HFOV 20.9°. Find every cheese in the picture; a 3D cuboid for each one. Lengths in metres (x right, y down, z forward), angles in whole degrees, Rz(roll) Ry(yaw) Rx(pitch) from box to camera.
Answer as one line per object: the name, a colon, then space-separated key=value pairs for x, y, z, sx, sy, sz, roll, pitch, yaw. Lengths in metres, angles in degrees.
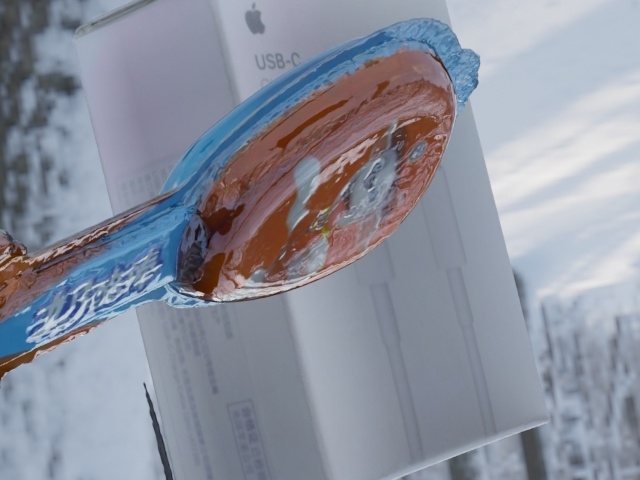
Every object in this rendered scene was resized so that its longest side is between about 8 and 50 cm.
cheese: x=-0.035 y=-0.004 z=0.538 sx=0.256 sy=0.037 sz=0.106 roll=-29 pitch=147 yaw=-38

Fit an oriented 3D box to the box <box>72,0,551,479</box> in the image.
box: x=0.000 y=0.000 z=0.872 sx=0.106 sy=0.252 sz=0.203 roll=-17 pitch=175 yaw=37
